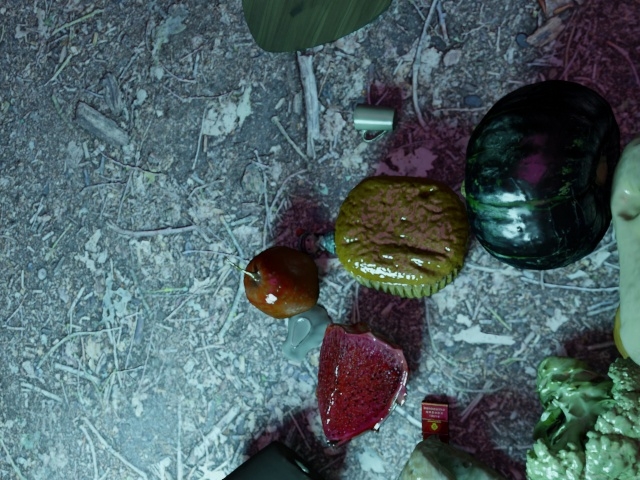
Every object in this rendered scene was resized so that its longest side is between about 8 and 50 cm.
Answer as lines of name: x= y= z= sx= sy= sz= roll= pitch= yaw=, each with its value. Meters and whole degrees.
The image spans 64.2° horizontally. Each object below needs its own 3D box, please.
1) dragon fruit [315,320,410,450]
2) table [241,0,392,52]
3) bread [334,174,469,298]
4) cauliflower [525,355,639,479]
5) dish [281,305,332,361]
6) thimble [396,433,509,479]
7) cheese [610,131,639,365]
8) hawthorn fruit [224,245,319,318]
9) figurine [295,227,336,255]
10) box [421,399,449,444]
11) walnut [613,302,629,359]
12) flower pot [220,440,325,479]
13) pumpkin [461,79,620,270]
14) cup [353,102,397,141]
dragon fruit: x=0.083 y=0.267 z=1.009 sx=0.161 sy=0.126 sz=0.274 roll=3 pitch=109 yaw=-13
table: x=-0.015 y=-0.599 z=1.071 sx=0.317 sy=0.317 sz=0.249 roll=-13 pitch=67 yaw=18
bread: x=0.158 y=-0.007 z=0.988 sx=0.253 sy=0.142 sz=0.227 roll=15 pitch=83 yaw=21
cauliflower: x=0.445 y=0.307 z=0.837 sx=0.275 sy=0.272 sz=0.250 roll=-32 pitch=37 yaw=13
dish: x=-0.041 y=0.199 z=1.090 sx=0.091 sy=0.039 sz=0.137 roll=32 pitch=95 yaw=18
thimble: x=0.241 y=0.460 z=0.884 sx=0.229 sy=0.196 sz=0.148 roll=28 pitch=96 yaw=5
cheese: x=0.580 y=0.019 z=0.712 sx=0.328 sy=0.130 sz=0.351 roll=10 pitch=69 yaw=-3
hawthorn fruit: x=-0.095 y=0.082 z=1.029 sx=0.162 sy=0.203 sz=0.163 roll=-4 pitch=82 yaw=28
figurine: x=0.000 y=0.000 z=1.089 sx=0.105 sy=0.047 sz=0.060 roll=-4 pitch=100 yaw=15
box: x=0.223 y=0.356 z=0.994 sx=0.051 sy=0.023 sz=0.082 roll=-1 pitch=85 yaw=20
walnut: x=0.568 y=0.126 z=0.823 sx=0.159 sy=0.159 sz=0.207 roll=42 pitch=91 yaw=17
flower pot: x=-0.081 y=0.506 z=0.994 sx=0.269 sy=0.269 sz=0.166 roll=34 pitch=74 yaw=18
pumpkin: x=0.354 y=-0.104 z=0.853 sx=0.238 sy=0.315 sz=0.315 roll=5 pitch=87 yaw=36
cup: x=0.114 y=-0.247 z=1.066 sx=0.083 sy=0.054 sz=0.075 roll=9 pitch=88 yaw=17
